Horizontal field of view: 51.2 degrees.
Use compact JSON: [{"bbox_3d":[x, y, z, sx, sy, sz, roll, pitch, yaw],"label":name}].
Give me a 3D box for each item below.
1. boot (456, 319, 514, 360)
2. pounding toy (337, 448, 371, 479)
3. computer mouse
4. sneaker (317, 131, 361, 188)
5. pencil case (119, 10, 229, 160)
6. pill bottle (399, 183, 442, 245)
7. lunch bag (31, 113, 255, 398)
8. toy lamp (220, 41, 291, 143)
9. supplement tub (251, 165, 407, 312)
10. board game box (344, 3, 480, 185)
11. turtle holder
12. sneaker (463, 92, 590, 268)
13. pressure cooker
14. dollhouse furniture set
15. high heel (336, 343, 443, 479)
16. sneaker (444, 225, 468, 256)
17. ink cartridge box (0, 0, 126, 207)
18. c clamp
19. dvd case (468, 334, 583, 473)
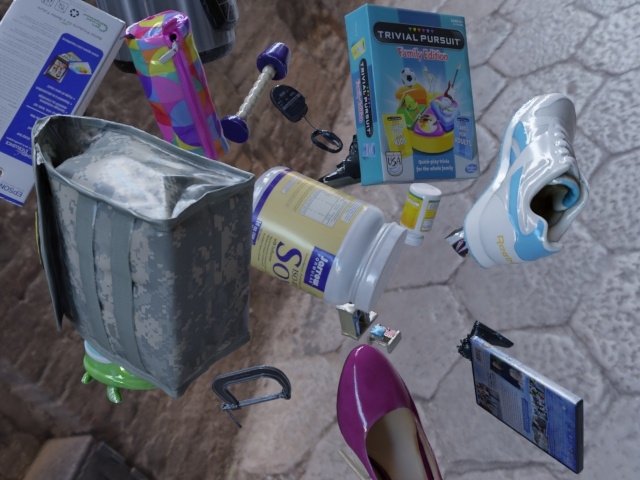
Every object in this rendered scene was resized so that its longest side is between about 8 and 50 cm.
[{"bbox_3d":[0.416,0.270,1.696,0.099,0.121,0.045,-60,-2,-1],"label":"boot"},{"bbox_3d":[0.138,0.463,1.504,0.154,0.155,0.269,-39,24,7],"label":"pounding toy"},{"bbox_3d":[-0.037,-0.305,1.693,0.071,0.242,0.041,-42,-9,-12],"label":"computer mouse"},{"bbox_3d":[0.078,-0.198,1.610,0.228,0.130,0.087,-23,4,-18],"label":"sneaker"},{"bbox_3d":[-0.209,-0.217,0.987,0.105,0.236,0.104,-9,38,7],"label":"pencil case"},{"bbox_3d":[0.352,-0.090,2.392,0.117,0.118,0.208,-112,31,-60],"label":"pill bottle"},{"bbox_3d":[-0.231,0.003,0.775,0.287,0.235,0.169,23,35,26],"label":"lunch bag"},{"bbox_3d":[-0.139,-0.338,1.485,0.080,0.080,0.274,-9,44,42],"label":"toy lamp"},{"bbox_3d":[0.000,0.000,1.483,0.331,0.241,0.241,25,60,13],"label":"supplement tub"},{"bbox_3d":[0.189,-0.283,1.337,0.254,0.335,0.079,-6,0,-32],"label":"board game box"},{"bbox_3d":[-0.472,0.244,1.695,0.320,0.244,0.227,-145,60,-67],"label":"turtle holder"},{"bbox_3d":[0.233,-0.067,0.690,0.092,0.087,0.228,-8,46,49],"label":"sneaker"},{"bbox_3d":[-0.440,-0.697,1.825,0.376,0.420,0.370,-23,30,-28],"label":"pressure cooker"},{"bbox_3d":[0.168,0.243,2.115,0.184,0.129,0.129,17,47,33],"label":"dollhouse furniture set"},{"bbox_3d":[0.137,0.331,0.949,0.127,0.377,0.181,-25,14,-21],"label":"high heel"},{"bbox_3d":[0.408,-0.017,1.683,0.178,0.077,0.072,-29,4,37],"label":"sneaker"},{"bbox_3d":[-0.488,-0.248,1.121,0.370,0.176,0.069,-68,10,-17],"label":"ink cartridge box"},{"bbox_3d":[-0.115,0.265,1.157,0.161,0.137,0.022,-22,35,24],"label":"c clamp"},{"bbox_3d":[0.382,0.303,1.253,0.022,0.180,0.253,-29,34,-23],"label":"dvd case"}]
